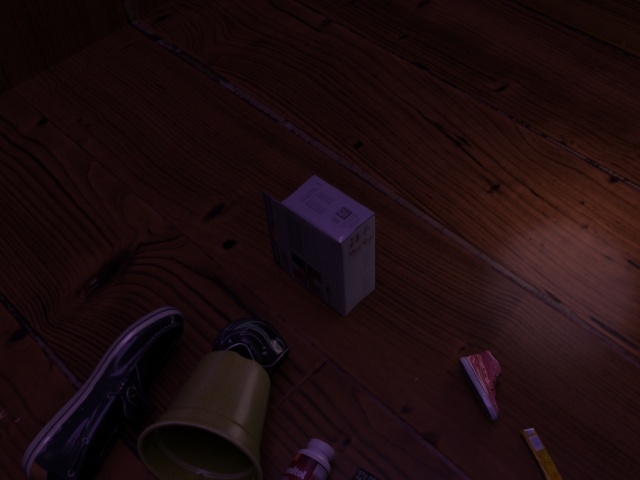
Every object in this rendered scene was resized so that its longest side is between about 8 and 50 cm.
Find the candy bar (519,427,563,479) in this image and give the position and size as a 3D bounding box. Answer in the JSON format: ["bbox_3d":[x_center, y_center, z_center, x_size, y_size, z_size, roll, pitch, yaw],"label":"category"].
[{"bbox_3d":[0.497,0.488,1.717,0.040,0.018,0.161,-14,51,-12],"label":"candy bar"}]

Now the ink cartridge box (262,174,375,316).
[{"bbox_3d":[0.000,0.000,1.964,0.272,0.309,0.130,35,61,27],"label":"ink cartridge box"}]

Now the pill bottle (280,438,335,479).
[{"bbox_3d":[-0.032,0.517,1.688,0.086,0.086,0.152,21,55,20],"label":"pill bottle"}]

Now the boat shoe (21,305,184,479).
[{"bbox_3d":[-0.466,0.370,1.786,0.156,0.186,0.500,28,63,18],"label":"boat shoe"}]

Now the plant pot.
[{"bbox_3d":[-0.228,0.395,1.712,0.276,0.276,0.254,8,41,11],"label":"plant pot"}]

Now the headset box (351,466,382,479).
[{"bbox_3d":[0.105,0.549,1.686,0.083,0.032,0.062,25,57,21],"label":"headset box"}]

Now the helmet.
[{"bbox_3d":[-0.175,0.266,1.855,0.162,0.169,0.169,35,60,10],"label":"helmet"}]

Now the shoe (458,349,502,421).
[{"bbox_3d":[0.400,0.339,1.816,0.081,0.063,0.178,-19,48,-5],"label":"shoe"}]
